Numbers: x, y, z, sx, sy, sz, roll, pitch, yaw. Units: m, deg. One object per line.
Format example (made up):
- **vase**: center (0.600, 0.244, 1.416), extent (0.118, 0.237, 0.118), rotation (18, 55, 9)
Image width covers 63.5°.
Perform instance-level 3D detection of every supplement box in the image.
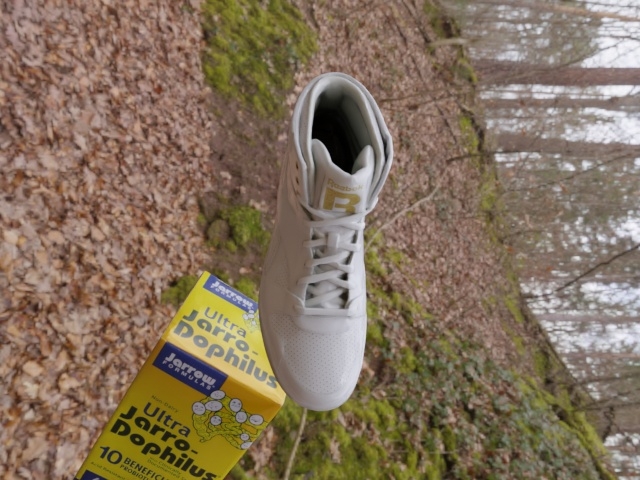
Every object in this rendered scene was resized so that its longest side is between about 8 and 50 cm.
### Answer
- **supplement box**: center (-0.211, 0.265, 0.837), extent (0.356, 0.194, 0.195), rotation (-55, -171, 24)

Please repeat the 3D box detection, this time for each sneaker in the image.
- **sneaker**: center (0.000, 0.000, 0.458), extent (0.169, 0.108, 0.292), rotation (113, -24, -72)
